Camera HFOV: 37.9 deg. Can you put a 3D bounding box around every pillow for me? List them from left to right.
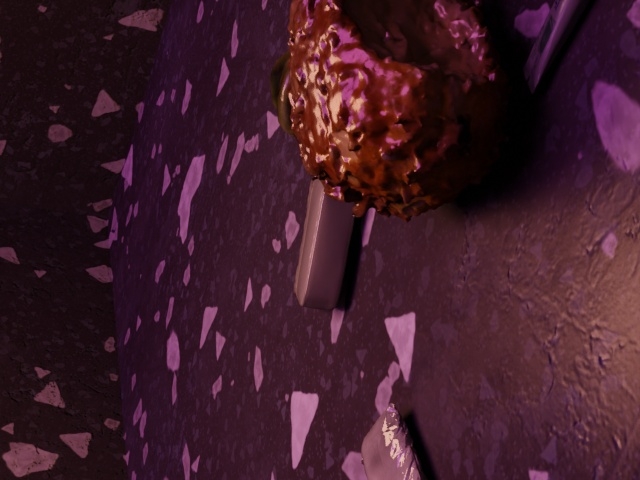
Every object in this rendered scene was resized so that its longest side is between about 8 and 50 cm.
[{"bbox_3d":[0.113,0.359,1.347,0.229,0.051,0.128,-109,33,-44],"label":"pillow"}]

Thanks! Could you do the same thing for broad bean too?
[{"bbox_3d":[-0.043,-0.252,1.560,0.206,0.072,0.153,-128,52,-75],"label":"broad bean"}]

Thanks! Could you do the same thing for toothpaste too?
[{"bbox_3d":[0.303,-0.284,1.147,0.064,0.041,0.218,-93,20,-50],"label":"toothpaste"}]

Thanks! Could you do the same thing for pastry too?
[{"bbox_3d":[0.096,-0.207,1.300,0.337,0.293,0.405,114,142,-52],"label":"pastry"}]

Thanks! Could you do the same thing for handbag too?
[{"bbox_3d":[0.000,0.000,1.713,0.219,0.079,0.256,-148,68,-77],"label":"handbag"}]
